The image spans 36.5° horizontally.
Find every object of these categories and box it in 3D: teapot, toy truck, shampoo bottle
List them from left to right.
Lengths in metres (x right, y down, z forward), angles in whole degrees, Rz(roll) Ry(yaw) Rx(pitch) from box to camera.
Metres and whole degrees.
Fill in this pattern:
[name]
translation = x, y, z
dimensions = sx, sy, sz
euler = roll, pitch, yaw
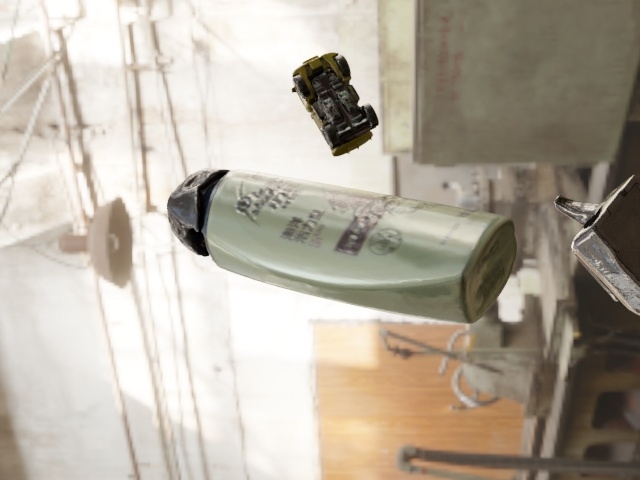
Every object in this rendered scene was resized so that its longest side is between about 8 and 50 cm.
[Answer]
[shampoo bottle]
translation = 0.000, 0.000, 0.951
dimensions = 0.134, 0.359, 0.078
euler = -49, -42, -37
[toy truck]
translation = 0.010, -0.118, 0.833
dimensions = 0.083, 0.049, 0.054
euler = 61, 173, 13
[teapot]
translation = 0.308, 0.016, 0.985
dimensions = 0.087, 0.177, 0.096
euler = -46, 4, -26
